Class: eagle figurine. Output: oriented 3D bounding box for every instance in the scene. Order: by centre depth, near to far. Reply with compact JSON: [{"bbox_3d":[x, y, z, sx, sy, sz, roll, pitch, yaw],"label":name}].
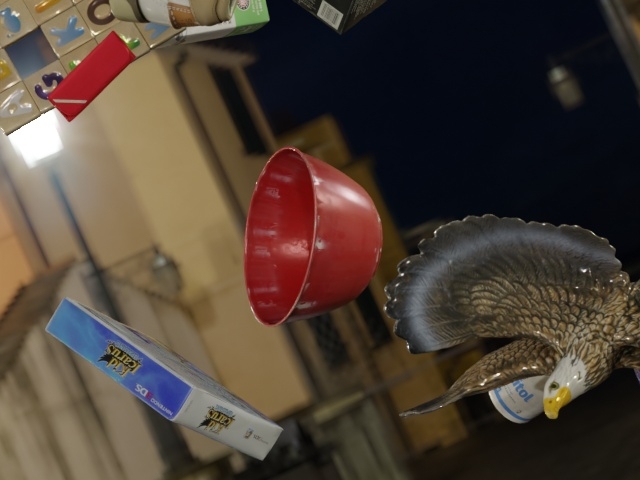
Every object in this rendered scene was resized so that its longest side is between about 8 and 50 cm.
[{"bbox_3d":[0.226,0.095,1.631,0.298,0.226,0.225,12,6,23],"label":"eagle figurine"}]

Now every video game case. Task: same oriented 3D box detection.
[{"bbox_3d":[-0.217,0.194,2.365,0.061,0.269,0.244,-58,-34,-1],"label":"video game case"}]

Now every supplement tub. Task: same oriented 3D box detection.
[{"bbox_3d":[0.246,0.153,1.908,0.071,0.071,0.107,-19,-18,-49],"label":"supplement tub"}]

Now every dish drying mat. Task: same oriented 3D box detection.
[{"bbox_3d":[-0.197,-0.141,1.463,0.083,0.032,0.008,-47,24,-13],"label":"dish drying mat"}]

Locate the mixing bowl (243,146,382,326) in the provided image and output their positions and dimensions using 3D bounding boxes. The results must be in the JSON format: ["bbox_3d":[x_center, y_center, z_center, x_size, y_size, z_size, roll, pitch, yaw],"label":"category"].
[{"bbox_3d":[0.000,0.000,1.712,0.098,0.181,0.181,6,-18,-24],"label":"mixing bowl"}]

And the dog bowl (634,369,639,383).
[{"bbox_3d":[0.491,0.131,1.912,0.265,0.104,0.265,-25,0,0],"label":"dog bowl"}]

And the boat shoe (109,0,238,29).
[{"bbox_3d":[-0.104,-0.326,1.398,0.103,0.302,0.113,9,17,11],"label":"boat shoe"}]

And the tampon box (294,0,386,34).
[{"bbox_3d":[0.043,-0.404,2.509,0.161,0.120,0.101,-40,-18,-42],"label":"tampon box"}]

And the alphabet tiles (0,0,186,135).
[{"bbox_3d":[-0.270,-0.245,1.624,0.198,0.237,0.009,-31,-15,-3],"label":"alphabet tiles"}]

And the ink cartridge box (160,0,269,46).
[{"bbox_3d":[-0.200,-0.354,2.355,0.219,0.160,0.092,-13,2,-19],"label":"ink cartridge box"}]
